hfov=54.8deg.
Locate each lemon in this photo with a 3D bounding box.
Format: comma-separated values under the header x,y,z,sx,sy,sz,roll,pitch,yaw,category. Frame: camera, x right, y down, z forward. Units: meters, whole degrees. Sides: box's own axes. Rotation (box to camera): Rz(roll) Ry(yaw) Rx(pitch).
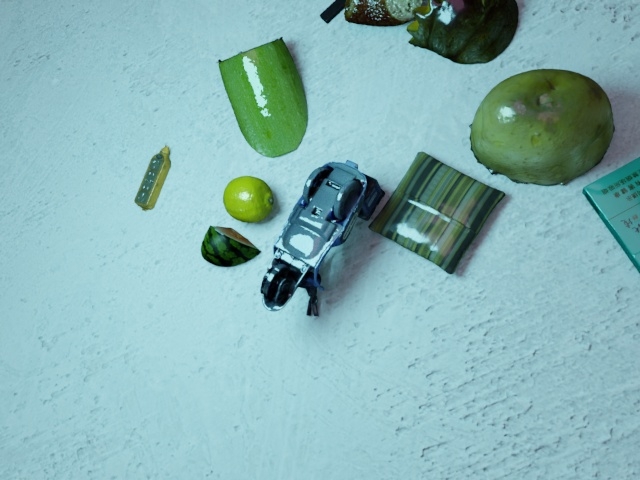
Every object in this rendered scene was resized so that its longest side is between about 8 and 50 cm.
x,y,z,sx,sy,sz,roll,pitch,yaw,category
-0.163,-0.094,1.413,0.133,0.109,0.109,2,74,28,lemon

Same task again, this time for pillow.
x,y,z,sx,sy,sz,roll,pitch,yaw,category
0.241,-0.063,1.297,0.212,0.052,0.208,31,82,23,pillow

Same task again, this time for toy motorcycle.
x,y,z,sx,sy,sz,roll,pitch,yaw,category
0.000,0.000,1.283,0.125,0.212,0.358,28,80,26,toy motorcycle

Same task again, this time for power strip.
x,y,z,sx,sy,sz,roll,pitch,yaw,category
-0.420,-0.161,1.563,0.049,0.028,0.178,15,79,23,power strip

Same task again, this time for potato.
x,y,z,sx,sy,sz,roll,pitch,yaw,category
0.427,-0.233,1.203,0.285,0.242,0.242,11,78,18,potato

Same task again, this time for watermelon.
x,y,z,sx,sy,sz,roll,pitch,yaw,category
-0.204,0.009,1.428,0.135,0.125,0.094,11,43,-7,watermelon

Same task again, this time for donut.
x,y,z,sx,sy,sz,roll,pitch,yaw,category
0.154,-0.566,1.451,0.186,0.144,0.126,11,85,-3,donut

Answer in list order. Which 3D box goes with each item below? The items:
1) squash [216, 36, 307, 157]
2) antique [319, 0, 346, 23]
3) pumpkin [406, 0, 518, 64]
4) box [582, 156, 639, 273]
x,y,z,sx,sy,sz,roll,pitch,yaw,category
-0.128,-0.347,1.525,0.189,0.189,0.260,-19,105,12,squash
0.077,-0.616,1.540,0.192,0.015,0.031,-42,64,2,antique
0.322,-0.475,1.354,0.254,0.130,0.149,-22,68,10,pumpkin
0.631,-0.045,1.166,0.161,0.042,0.226,-30,66,9,box
